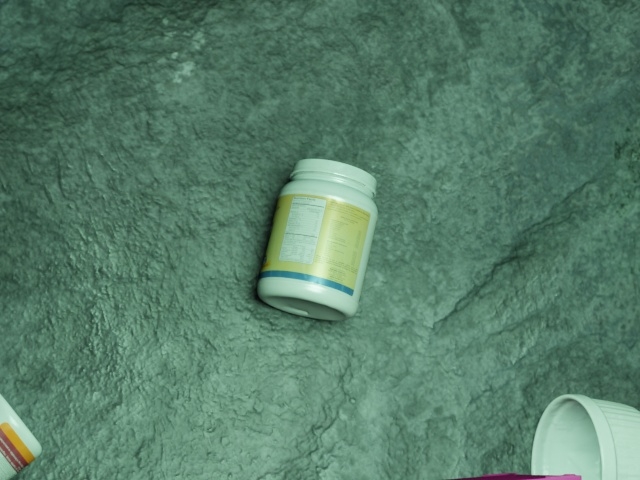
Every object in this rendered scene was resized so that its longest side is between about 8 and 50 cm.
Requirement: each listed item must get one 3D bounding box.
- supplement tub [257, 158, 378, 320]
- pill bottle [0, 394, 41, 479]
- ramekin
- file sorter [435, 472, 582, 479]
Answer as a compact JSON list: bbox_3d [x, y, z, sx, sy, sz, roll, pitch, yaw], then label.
[{"bbox_3d":[0.000,0.000,1.919,0.144,0.144,0.200,14,75,-6],"label":"supplement tub"},{"bbox_3d":[-0.484,0.298,1.785,0.221,0.121,0.121,-38,86,-15],"label":"pill bottle"},{"bbox_3d":[0.384,0.317,1.888,0.109,0.207,0.207,5,77,-18],"label":"ramekin"},{"bbox_3d":[0.205,0.403,1.792,0.202,0.290,0.182,-3,81,-10],"label":"file sorter"}]
